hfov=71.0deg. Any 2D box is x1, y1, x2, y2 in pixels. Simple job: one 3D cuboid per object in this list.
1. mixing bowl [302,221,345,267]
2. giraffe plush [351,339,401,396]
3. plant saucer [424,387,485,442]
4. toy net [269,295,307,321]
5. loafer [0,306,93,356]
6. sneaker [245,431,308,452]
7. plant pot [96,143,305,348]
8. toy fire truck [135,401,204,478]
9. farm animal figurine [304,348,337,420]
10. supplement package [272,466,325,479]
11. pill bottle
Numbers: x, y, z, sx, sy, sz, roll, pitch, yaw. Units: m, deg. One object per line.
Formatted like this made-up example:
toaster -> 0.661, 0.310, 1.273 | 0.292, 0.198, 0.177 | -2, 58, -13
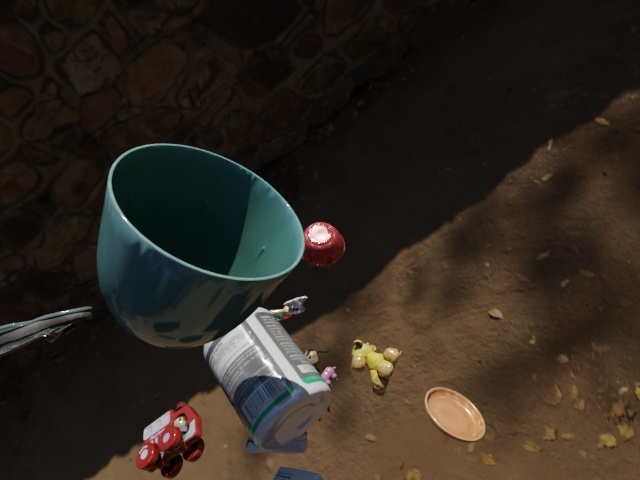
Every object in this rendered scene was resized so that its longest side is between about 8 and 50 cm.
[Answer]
mixing bowl -> 0.000, 0.000, 1.674 | 0.182, 0.098, 0.181 | -2, 59, 4
giraffe plush -> 0.188, 0.441, 1.646 | 0.171, 0.210, 0.181 | 21, 115, 15
plant saucer -> 0.415, 0.550, 1.406 | 0.200, 0.200, 0.037 | 48, 127, 43
toy net -> -0.109, 0.235, 1.387 | 0.232, 0.122, 0.045 | -33, 62, 35
loafer -> -0.752, 0.248, 1.211 | 0.268, 0.096, 0.084 | -14, 85, -15
sneaker -> -0.121, 0.497, 1.291 | 0.366, 0.138, 0.210 | 128, 149, -59
plant pot -> -0.207, 0.031, 0.712 | 0.235, 0.293, 0.293 | -56, 42, 31
toy fire truck -> -0.627, 0.817, 1.881 | 0.302, 0.169, 0.253 | -39, 37, 8
farm animal figurine -> -0.101, 0.555, 1.725 | 0.327, 0.172, 0.330 | -28, 16, 1
supplement package -> -0.045, 0.665, 1.006 | 0.149, 0.194, 0.203 | -21, 21, 45
pill bottle -> -0.154, 0.294, 1.087 | 0.204, 0.204, 0.361 | -48, 55, 5
